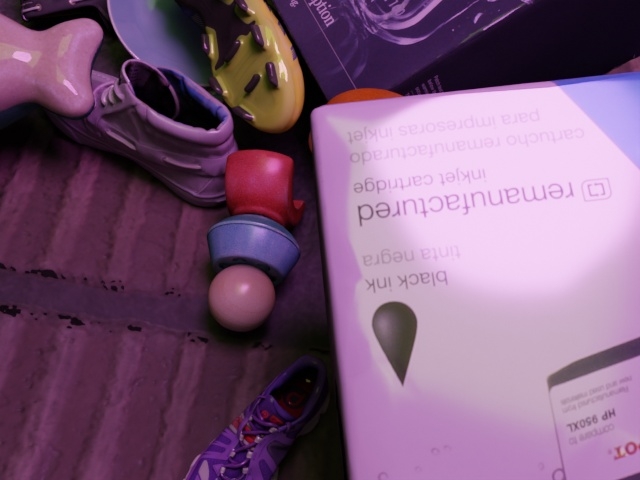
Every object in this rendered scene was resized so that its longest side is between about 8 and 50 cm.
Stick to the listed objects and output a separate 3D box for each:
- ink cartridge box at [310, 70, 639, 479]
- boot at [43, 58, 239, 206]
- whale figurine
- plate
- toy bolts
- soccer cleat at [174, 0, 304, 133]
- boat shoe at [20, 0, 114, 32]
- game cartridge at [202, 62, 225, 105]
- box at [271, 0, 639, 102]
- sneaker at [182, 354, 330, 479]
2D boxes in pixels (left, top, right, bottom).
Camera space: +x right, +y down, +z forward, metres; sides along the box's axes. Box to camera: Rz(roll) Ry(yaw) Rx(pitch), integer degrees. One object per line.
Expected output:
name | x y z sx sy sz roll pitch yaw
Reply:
ink cartridge box | 0.155 0.118 0.392 0.286 0.166 0.394 -6 74 0
boot | -0.188 -0.142 0.687 0.258 0.123 0.095 29 58 13
whale figurine | -0.342 -0.156 0.660 0.272 0.141 0.216 0 71 0
plate | -0.150 -0.262 0.781 0.188 0.024 0.188 5 76 -22
toy bolts | 0.000 0.000 0.583 0.229 0.218 0.158 1 61 16
soccer cleat | -0.070 -0.215 0.686 0.121 0.093 0.289 5 44 -43
boat shoe | -0.243 -0.290 0.823 0.233 0.084 0.079 1 92 -13
game cartridge | -0.138 -0.175 0.781 0.056 0.017 0.083 -2 57 -12
box | 0.113 -0.280 0.708 0.313 0.179 0.343 -30 61 8
sneaker | -0.052 0.155 0.536 0.068 0.071 0.170 30 59 13
